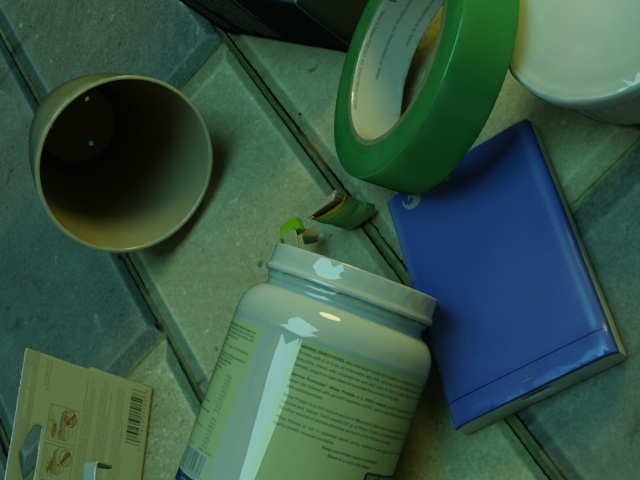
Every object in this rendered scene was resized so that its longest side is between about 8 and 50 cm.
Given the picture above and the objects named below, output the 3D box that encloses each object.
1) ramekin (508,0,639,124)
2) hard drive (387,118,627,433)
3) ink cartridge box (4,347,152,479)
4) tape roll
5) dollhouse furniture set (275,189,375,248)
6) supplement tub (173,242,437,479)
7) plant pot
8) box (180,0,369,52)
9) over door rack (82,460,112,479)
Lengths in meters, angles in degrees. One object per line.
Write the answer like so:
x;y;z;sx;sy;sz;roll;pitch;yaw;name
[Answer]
0.349;-0.256;1.391;0.273;0.127;0.272;-16;62;33;ramekin
0.207;0.038;1.434;0.210;0.040;0.318;-31;55;25;hard drive
-0.336;0.302;1.614;0.060;0.239;0.275;-11;65;36;ink cartridge box
0.122;-0.218;1.493;0.321;0.077;0.321;-48;33;46;tape roll
0.000;0.000;1.592;0.152;0.076;0.058;-34;51;35;dollhouse furniture set
-0.012;0.187;1.401;0.235;0.235;0.324;18;86;41;supplement tub
-0.327;-0.144;1.822;0.256;0.256;0.274;-59;31;2;plant pot
-0.033;-0.446;1.737;0.294;0.183;0.296;17;83;40;box
-0.251;0.383;1.455;0.240;0.324;0.108;-16;49;32;over door rack
